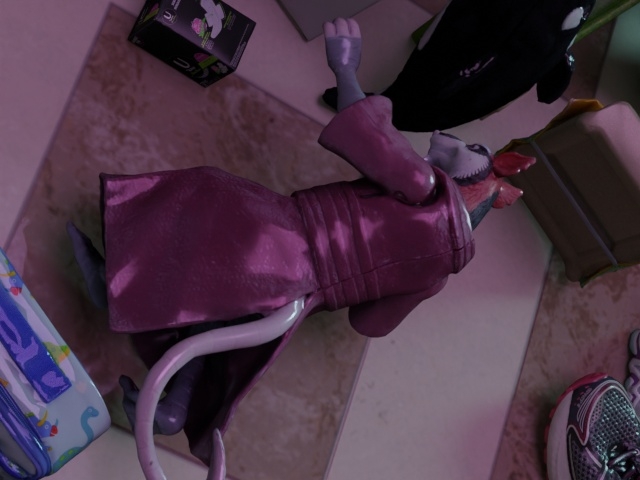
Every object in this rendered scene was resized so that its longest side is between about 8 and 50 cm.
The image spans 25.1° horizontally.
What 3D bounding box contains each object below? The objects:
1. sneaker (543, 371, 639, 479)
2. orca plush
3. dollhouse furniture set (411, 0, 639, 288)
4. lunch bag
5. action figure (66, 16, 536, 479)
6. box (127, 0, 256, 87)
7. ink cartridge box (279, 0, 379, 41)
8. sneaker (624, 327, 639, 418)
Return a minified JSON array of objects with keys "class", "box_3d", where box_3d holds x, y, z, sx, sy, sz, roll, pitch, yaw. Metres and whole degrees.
[{"class":"sneaker","box_3d":[0.306,0.266,1.350,0.121,0.112,0.299,-17,88,-32]},{"class":"orca plush","box_3d":[0.106,-0.155,1.213,0.102,0.287,0.151,-39,108,-48]},{"class":"dollhouse furniture set","box_3d":[0.253,-0.129,1.342,0.151,0.197,0.301,-36,94,-21]},{"class":"lunch bag","box_3d":[-0.252,0.072,1.023,0.090,0.176,0.219,-39,100,-31]},{"class":"action figure","box_3d":[0.000,0.000,1.116,0.370,0.276,0.248,-18,121,-4]},{"class":"box","box_3d":[-0.110,-0.179,1.230,0.083,0.062,0.052,31,67,-22]},{"class":"ink cartridge box","box_3d":[0.068,-0.285,1.305,0.212,0.154,0.093,-38,100,-32]},{"class":"sneaker","box_3d":[0.335,0.130,1.421,0.038,0.069,0.098,9,75,-28]}]
